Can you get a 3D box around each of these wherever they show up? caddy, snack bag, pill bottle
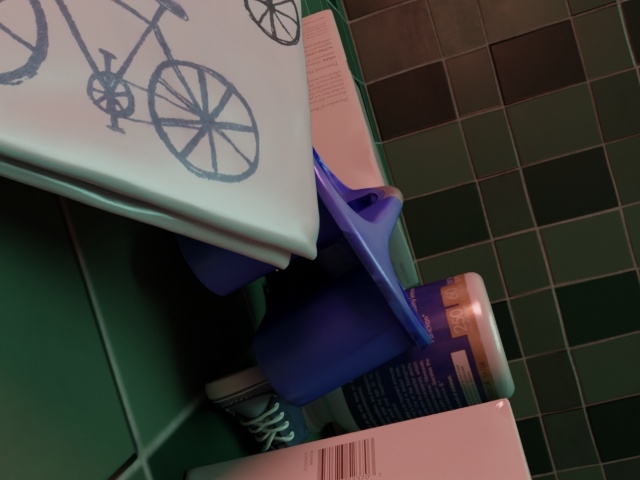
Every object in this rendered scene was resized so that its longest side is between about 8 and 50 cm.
[{"bbox_3d":[0.000,0.000,0.699,0.241,0.179,0.341,58,4,-10],"label":"caddy"},{"bbox_3d":[-0.129,-0.175,0.470,0.323,0.037,0.342,19,58,-42],"label":"snack bag"},{"bbox_3d":[0.081,0.142,0.864,0.153,0.265,0.153,-17,90,-79],"label":"pill bottle"}]

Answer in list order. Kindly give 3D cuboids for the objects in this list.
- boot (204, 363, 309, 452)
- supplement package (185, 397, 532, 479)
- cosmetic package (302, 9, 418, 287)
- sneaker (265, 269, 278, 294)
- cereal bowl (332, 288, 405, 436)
[{"bbox_3d":[-0.050,0.164,0.700,0.190,0.069,0.086,29,41,-74],"label":"boot"},{"bbox_3d":[0.036,0.258,0.510,0.204,0.262,0.145,-87,159,-56],"label":"supplement package"},{"bbox_3d":[0.010,-0.118,1.065,0.217,0.156,0.384,59,14,-59],"label":"cosmetic package"},{"bbox_3d":[-0.055,0.071,0.911,0.037,0.032,0.083,49,20,-34],"label":"sneaker"},{"bbox_3d":[0.098,0.244,1.108,0.339,0.141,0.338,-16,90,-79],"label":"cereal bowl"}]
